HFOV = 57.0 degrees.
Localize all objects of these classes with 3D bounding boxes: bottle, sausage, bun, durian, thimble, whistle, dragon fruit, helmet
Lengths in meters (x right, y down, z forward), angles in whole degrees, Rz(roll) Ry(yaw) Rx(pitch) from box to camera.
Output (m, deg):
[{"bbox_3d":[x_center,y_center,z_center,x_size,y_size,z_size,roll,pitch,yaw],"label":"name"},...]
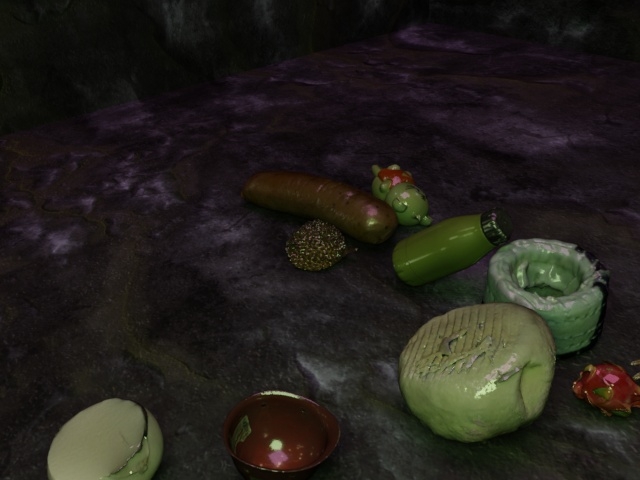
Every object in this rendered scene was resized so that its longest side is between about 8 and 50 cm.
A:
[{"bbox_3d":[0.273,0.010,1.222,0.260,0.112,0.112,-28,12,43],"label":"bottle"},{"bbox_3d":[-0.011,-0.105,1.558,0.501,0.123,0.136,20,69,35],"label":"sausage"},{"bbox_3d":[-0.323,0.337,0.906,0.173,0.120,0.173,-9,36,7],"label":"bun"},{"bbox_3d":[0.000,0.000,1.414,0.189,0.091,0.148,11,36,22],"label":"durian"},{"bbox_3d":[0.254,0.215,0.961,0.273,0.168,0.273,-24,19,9],"label":"bun"},{"bbox_3d":[0.418,0.110,1.114,0.237,0.150,0.237,-5,33,3],"label":"thimble"},{"bbox_3d":[0.203,-0.128,1.554,0.131,0.106,0.288,24,23,-31],"label":"whistle"},{"bbox_3d":[0.477,0.244,0.958,0.116,0.081,0.086,20,30,37],"label":"dragon fruit"},{"bbox_3d":[-0.057,0.319,0.901,0.175,0.106,0.155,-3,31,-2],"label":"helmet"}]

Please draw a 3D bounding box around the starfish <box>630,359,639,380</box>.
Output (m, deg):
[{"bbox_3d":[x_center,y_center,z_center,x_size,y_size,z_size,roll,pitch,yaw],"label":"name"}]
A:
[{"bbox_3d":[0.593,0.223,1.010,0.133,0.041,0.130,22,31,16],"label":"starfish"}]
